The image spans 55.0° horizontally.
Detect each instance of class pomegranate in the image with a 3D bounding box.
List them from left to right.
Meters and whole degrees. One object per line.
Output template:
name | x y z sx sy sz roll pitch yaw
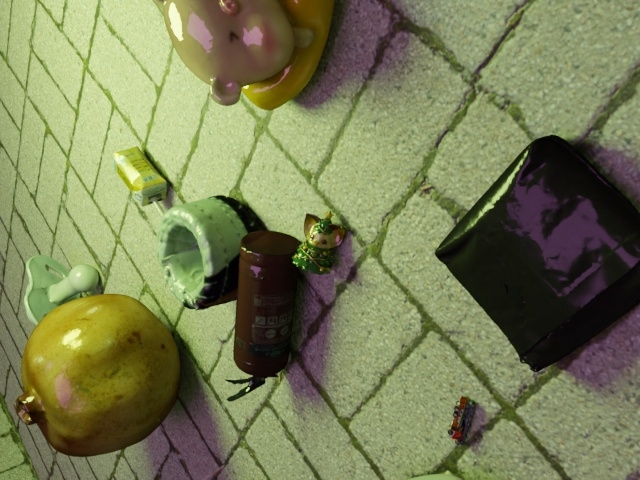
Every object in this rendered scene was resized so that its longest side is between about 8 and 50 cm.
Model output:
pomegranate | -0.549 0.342 1.521 0.416 0.416 0.417 16 112 43

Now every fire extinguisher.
fire extinguisher | -0.118 0.157 1.192 0.114 0.135 0.337 38 129 52

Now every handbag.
handbag | 0.278 0.023 0.774 0.223 0.080 0.247 54 134 21

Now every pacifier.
pacifier | -0.764 0.155 1.864 0.233 0.244 0.299 -32 50 16

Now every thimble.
thimble | -0.233 0.024 1.265 0.237 0.150 0.237 17 113 44

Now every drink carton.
drink carton | -0.418 -0.136 1.465 0.200 0.084 0.074 46 141 27

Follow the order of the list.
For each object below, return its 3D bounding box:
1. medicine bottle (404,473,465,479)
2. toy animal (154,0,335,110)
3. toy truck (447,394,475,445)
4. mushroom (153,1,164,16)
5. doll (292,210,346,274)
medicine bottle | 0.170 0.537 0.915 0.241 0.241 0.302 -27 81 47
toy animal | -0.135 -0.391 0.969 0.277 0.247 0.345 -30 79 45
toy truck | 0.217 0.281 0.953 0.032 0.024 0.083 15 112 12
mushroom | -0.267 -0.451 1.144 0.097 0.212 0.088 3 59 52
doll | 0.001 0.003 1.091 0.078 0.076 0.113 23 89 13
